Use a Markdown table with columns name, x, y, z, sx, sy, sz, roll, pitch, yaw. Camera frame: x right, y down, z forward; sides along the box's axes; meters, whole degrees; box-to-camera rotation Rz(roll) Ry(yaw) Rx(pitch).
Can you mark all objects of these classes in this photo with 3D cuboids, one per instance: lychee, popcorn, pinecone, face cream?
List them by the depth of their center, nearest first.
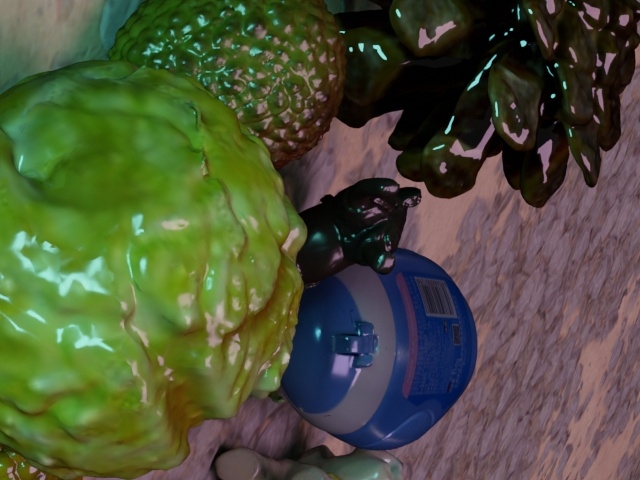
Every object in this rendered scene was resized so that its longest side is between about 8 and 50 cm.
| name | x | y | z | sx | sy | sz | roll | pitch | yaw |
| --- | --- | --- | --- | --- | --- | --- | --- | --- | --- |
| popcorn | -0.099 | 0.014 | 0.782 | 0.198 | 0.198 | 0.212 | -59 | -169 | -18 |
| lychee | -0.044 | -0.086 | 0.883 | 0.146 | 0.114 | 0.114 | -12 | 124 | -41 |
| pinecone | 0.094 | -0.122 | 1.039 | 0.229 | 0.201 | 0.202 | 23 | 82 | -63 |
| face cream | 0.037 | 0.076 | 1.241 | 0.264 | 0.083 | 0.149 | 11 | 78 | -68 |

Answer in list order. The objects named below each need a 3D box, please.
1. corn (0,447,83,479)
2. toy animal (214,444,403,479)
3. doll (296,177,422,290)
| name | x | y | z | sx | sy | sz | roll | pitch | yaw |
| --- | --- | --- | --- | --- | --- | --- | --- | --- | --- |
| corn | -0.156 | 0.159 | 0.901 | 0.080 | 0.080 | 0.231 | -50 | 152 | -35 |
| toy animal | -0.019 | 0.231 | 1.265 | 0.185 | 0.104 | 0.184 | -4 | 113 | -71 |
| doll | 0.000 | 0.000 | 1.075 | 0.139 | 0.057 | 0.165 | -26 | -174 | 4 |
